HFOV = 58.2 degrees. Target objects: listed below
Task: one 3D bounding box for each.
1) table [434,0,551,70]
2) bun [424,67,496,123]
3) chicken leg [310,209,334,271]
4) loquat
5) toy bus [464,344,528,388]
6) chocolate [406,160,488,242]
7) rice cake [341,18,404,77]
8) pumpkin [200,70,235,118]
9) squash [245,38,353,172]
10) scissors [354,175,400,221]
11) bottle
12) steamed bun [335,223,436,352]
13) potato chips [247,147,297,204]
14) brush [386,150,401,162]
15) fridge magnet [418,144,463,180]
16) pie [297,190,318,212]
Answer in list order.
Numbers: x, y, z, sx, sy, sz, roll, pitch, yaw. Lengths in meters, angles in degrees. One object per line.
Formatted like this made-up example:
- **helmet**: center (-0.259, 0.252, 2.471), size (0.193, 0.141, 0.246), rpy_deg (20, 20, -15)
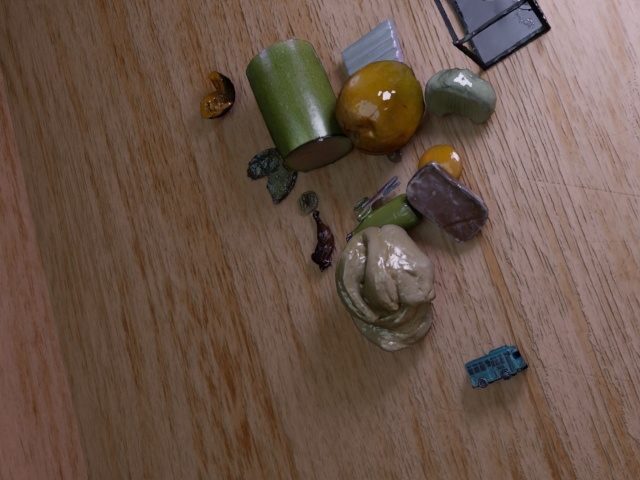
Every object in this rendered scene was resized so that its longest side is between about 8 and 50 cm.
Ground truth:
- **table**: center (0.444, -0.705, 1.604), size (0.222, 0.272, 0.335), rpy_deg (-29, 75, 30)
- **bun**: center (0.417, -0.436, 1.702), size (0.212, 0.204, 0.127), rpy_deg (25, 78, -4)
- **chicken leg**: center (0.005, 0.002, 2.025), size (0.089, 0.048, 0.219), rpy_deg (0, 91, 30)
- **loquat**: center (0.188, -0.407, 1.765), size (0.284, 0.276, 0.276), rpy_deg (-37, 68, -7)
- **toy bus**: center (0.514, 0.368, 1.686), size (0.160, 0.079, 0.092), rpy_deg (-30, 74, 31)
- **chocolate**: center (0.385, -0.126, 1.728), size (0.254, 0.080, 0.157), rpy_deg (39, 131, 2)
- **rice cake**: center (0.173, -0.595, 1.885), size (0.198, 0.037, 0.189), rpy_deg (-18, 85, 31)
- **pumpkin**: center (-0.390, -0.558, 2.239), size (0.119, 0.107, 0.183), rpy_deg (46, 121, 31)
- **squash**: center (-0.071, -0.448, 1.946), size (0.263, 0.263, 0.385), rpy_deg (-29, 76, 29)
- **scissors**: center (0.186, -0.142, 1.889), size (0.187, 0.133, 0.020), rpy_deg (-40, 112, 16)
- **bottle**: center (0.198, -0.047, 1.864), size (0.260, 0.112, 0.112), rpy_deg (-32, 74, 29)
- **steamed bun**: center (0.191, 0.153, 1.768), size (0.324, 0.230, 0.372), rpy_deg (21, 123, 26)
- **potato chips**: center (-0.183, -0.253, 2.159), size (0.220, 0.029, 0.202), rpy_deg (27, 104, 27)
- **brush**: center (0.174, -0.367, 1.926), size (0.042, 0.039, 0.299), rpy_deg (-46, 64, 21)
- **fridge magnet**: center (0.371, -0.225, 1.780), size (0.143, 0.063, 0.143), rpy_deg (0, 91, 31)
- **pie**: center (-0.046, -0.139, 2.074), size (0.084, 0.020, 0.084), rpy_deg (0, 90, 32)
